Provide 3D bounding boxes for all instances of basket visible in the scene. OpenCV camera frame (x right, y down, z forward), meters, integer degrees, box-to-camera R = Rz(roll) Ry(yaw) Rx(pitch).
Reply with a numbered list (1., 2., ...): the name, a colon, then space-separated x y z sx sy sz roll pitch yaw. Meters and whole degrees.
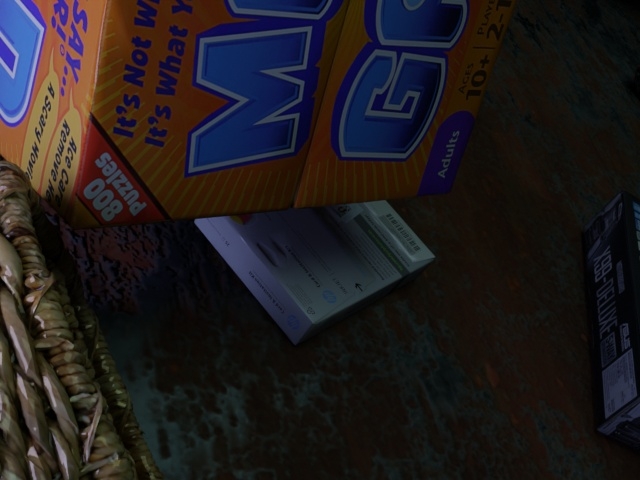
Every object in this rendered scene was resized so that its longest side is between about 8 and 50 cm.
1. basket: -0.153 0.103 0.548 0.223 0.213 0.299 -6 56 -39

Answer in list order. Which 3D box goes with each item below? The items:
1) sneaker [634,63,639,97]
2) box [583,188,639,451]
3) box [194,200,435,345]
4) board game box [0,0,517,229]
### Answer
1. sneaker: 0.597 -0.195 1.471 0.262 0.104 0.125 47 39 11
2. box: 0.404 0.115 1.051 0.242 0.076 0.307 28 40 -12
3. box: 0.000 0.000 0.896 0.145 0.038 0.186 49 40 14
4. board game box: -0.083 -0.259 0.750 0.356 0.356 0.356 -7 33 -41
